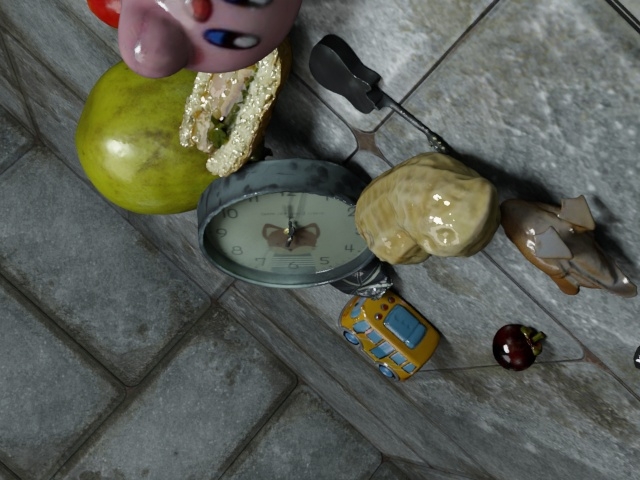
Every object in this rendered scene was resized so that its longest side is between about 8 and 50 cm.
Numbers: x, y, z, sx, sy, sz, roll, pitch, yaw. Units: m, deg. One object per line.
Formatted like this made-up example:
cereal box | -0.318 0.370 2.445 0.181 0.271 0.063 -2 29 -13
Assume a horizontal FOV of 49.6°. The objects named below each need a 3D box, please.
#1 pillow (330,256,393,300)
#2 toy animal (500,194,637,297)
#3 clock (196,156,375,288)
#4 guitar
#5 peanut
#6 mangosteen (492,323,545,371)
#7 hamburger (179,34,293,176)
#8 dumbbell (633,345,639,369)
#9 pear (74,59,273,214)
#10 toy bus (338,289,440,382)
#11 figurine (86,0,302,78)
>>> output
pillow | 0.000 0.000 1.389 0.335 0.092 0.161 43 157 -6
toy animal | 0.300 0.013 0.867 0.188 0.089 0.179 40 177 7
clock | -0.052 -0.018 1.198 0.325 0.067 0.325 -1 147 -1
guitar | 0.080 -0.186 0.933 0.233 0.025 0.088 40 160 6
peanut | 0.137 -0.037 0.934 0.140 0.153 0.325 35 174 -13
mangosteen | 0.329 0.181 1.164 0.081 0.081 0.081 36 160 15
hamburger | -0.113 -0.216 1.029 0.124 0.131 0.262 39 130 6
dumbbell | 0.467 0.168 0.932 0.083 0.036 0.040 22 153 44
pear | -0.250 -0.180 1.214 0.375 0.287 0.287 11 150 19
toy bus | 0.150 0.191 1.469 0.209 0.126 0.136 43 153 -1
figurine | -0.127 -0.313 0.794 0.269 0.211 0.261 -64 38 32
